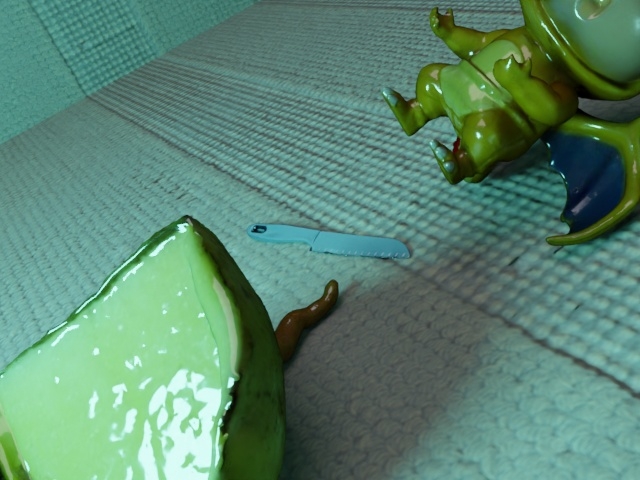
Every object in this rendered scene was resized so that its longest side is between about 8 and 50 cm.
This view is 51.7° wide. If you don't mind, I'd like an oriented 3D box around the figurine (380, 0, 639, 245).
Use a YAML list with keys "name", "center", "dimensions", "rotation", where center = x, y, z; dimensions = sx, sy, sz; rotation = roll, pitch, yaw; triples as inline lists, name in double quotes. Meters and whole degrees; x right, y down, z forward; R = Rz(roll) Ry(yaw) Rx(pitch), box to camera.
- name: "figurine"
  center: [0.286, -0.232, 0.849]
  dimensions: [0.387, 0.268, 0.401]
  rotation: [-38, 27, 9]

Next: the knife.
- name: "knife"
  center: [0.000, 0.000, 0.973]
  dimensions: [0.313, 0.019, 0.044]
  rotation: [6, 50, 38]

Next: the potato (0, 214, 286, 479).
- name: "potato"
  center: [-0.137, 0.189, 0.644]
  dimensions: [0.330, 0.212, 0.280]
  rotation: [-40, 55, 14]

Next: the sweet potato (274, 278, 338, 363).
- name: "sweet potato"
  center: [-0.034, 0.109, 0.810]
  dimensions: [0.044, 0.044, 0.179]
  rotation: [7, 36, 40]
